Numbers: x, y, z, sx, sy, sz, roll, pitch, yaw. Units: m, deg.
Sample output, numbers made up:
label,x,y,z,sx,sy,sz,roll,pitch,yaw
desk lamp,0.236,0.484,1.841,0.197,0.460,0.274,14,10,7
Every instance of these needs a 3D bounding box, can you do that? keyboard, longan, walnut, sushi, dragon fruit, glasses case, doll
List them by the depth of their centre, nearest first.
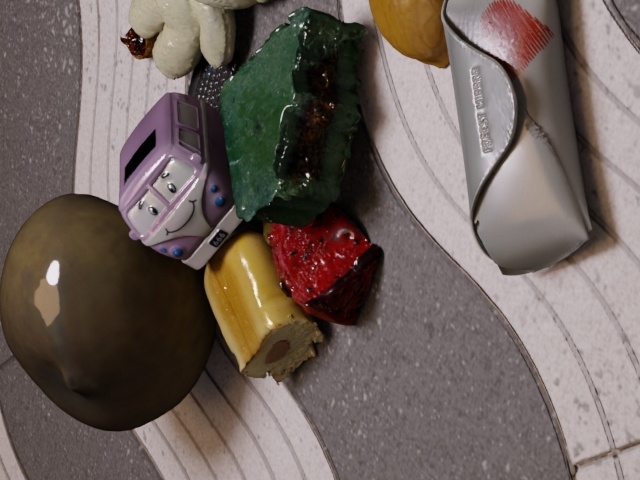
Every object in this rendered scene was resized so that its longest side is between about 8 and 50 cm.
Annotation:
label,x,y,z,sx,sy,sz,roll,pitch,yaw
glasses case,0.190,-0.124,1.567,0.128,0.083,0.308,-17,79,56
walnut,0.098,-0.288,1.690,0.167,0.087,0.211,1,93,52
dragon fruit,-0.017,0.002,1.879,0.122,0.092,0.192,-58,47,40
doll,-0.159,-0.327,2.051,0.278,0.175,0.149,-42,20,51
longan,-0.278,0.091,2.075,0.288,0.288,0.350,58,-179,36
keyboard,-0.162,-0.150,2.151,0.106,0.016,0.262,46,129,44
sushi,-0.249,-0.280,2.243,0.099,0.047,0.050,-24,76,56

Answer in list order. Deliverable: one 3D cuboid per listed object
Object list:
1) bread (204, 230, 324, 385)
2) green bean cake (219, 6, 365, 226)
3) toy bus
label,x,y,z,sx,sy,sz,roll,pitch,yaw
bread,-0.071,0.077,1.972,0.134,0.085,0.173,-54,51,45
green bean cake,-0.020,-0.133,1.828,0.193,0.107,0.208,-37,49,42
toy bus,-0.169,-0.075,1.995,0.142,0.142,0.202,-47,26,21
